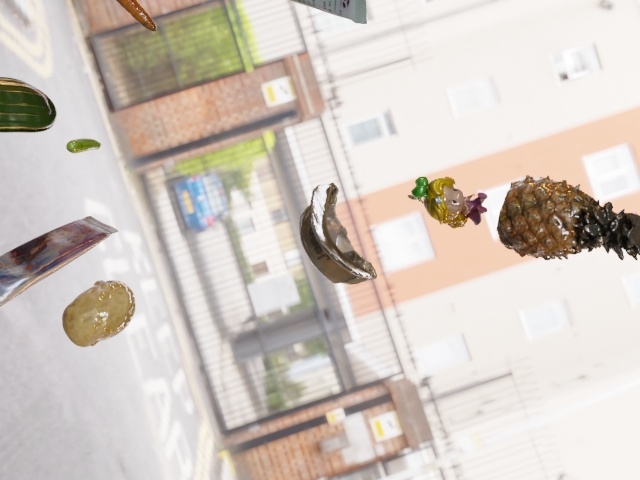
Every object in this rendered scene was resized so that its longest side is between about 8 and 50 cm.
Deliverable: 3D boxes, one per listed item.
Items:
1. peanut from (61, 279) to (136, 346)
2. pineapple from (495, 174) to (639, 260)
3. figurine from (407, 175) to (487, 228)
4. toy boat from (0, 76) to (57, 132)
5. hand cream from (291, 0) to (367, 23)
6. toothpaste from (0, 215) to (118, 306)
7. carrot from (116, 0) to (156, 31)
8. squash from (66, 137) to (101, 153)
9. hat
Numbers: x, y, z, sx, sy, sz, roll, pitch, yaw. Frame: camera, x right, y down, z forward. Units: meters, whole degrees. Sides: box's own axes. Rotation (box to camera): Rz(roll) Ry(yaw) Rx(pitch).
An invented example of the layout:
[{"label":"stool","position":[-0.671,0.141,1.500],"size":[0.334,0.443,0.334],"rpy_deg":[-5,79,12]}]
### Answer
[{"label":"peanut","position":[-0.429,0.144,2.030],"size":[0.109,0.159,0.140],"rpy_deg":[46,-39,-3]},{"label":"pineapple","position":[0.449,-0.022,1.806],"size":[0.278,0.158,0.158],"rpy_deg":[16,-48,42]},{"label":"figurine","position":[0.251,-0.072,2.145],"size":[0.115,0.156,0.095],"rpy_deg":[120,-21,-50]},{"label":"toy boat","position":[-0.517,-0.220,1.693],"size":[0.210,0.052,0.104],"rpy_deg":[-5,67,-49]},{"label":"hand cream","position":[-0.065,-0.385,1.525],"size":[0.331,0.058,0.085],"rpy_deg":[24,-54,37]},{"label":"toothpaste","position":[-0.409,0.038,1.434],"size":[0.096,0.266,0.061],"rpy_deg":[23,-41,48]},{"label":"carrot","position":[-0.442,-0.536,2.230],"size":[0.257,0.061,0.061],"rpy_deg":[50,-8,7]},{"label":"squash","position":[-0.431,-0.175,1.909],"size":[0.089,0.027,0.027],"rpy_deg":[-22,95,-62]},{"label":"hat","position":[0.000,0.000,2.034],"size":[0.244,0.149,0.214],"rpy_deg":[-4,68,-62]}]
